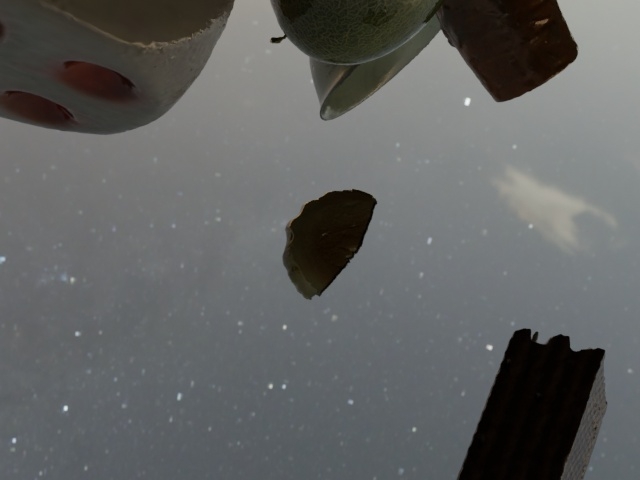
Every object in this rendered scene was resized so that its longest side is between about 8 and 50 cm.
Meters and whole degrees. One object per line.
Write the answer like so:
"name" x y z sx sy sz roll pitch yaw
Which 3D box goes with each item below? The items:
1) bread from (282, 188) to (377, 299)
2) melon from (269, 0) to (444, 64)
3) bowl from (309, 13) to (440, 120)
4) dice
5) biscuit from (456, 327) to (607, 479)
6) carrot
"bread" 0.000 0.000 1.114 0.094 0.157 0.083 23 164 -19
"melon" 0.032 -0.220 0.733 0.139 0.192 0.139 41 -153 -27
"bowl" 0.077 -0.350 1.426 0.146 0.313 0.313 51 -143 4
"dice" -0.229 -0.240 0.683 0.259 0.243 0.251 19 163 -38
"biscuit" 0.142 0.186 0.641 0.070 0.106 0.252 15 -114 26
"carrot" 0.142 -0.284 0.835 0.139 0.301 0.138 -29 -168 7
